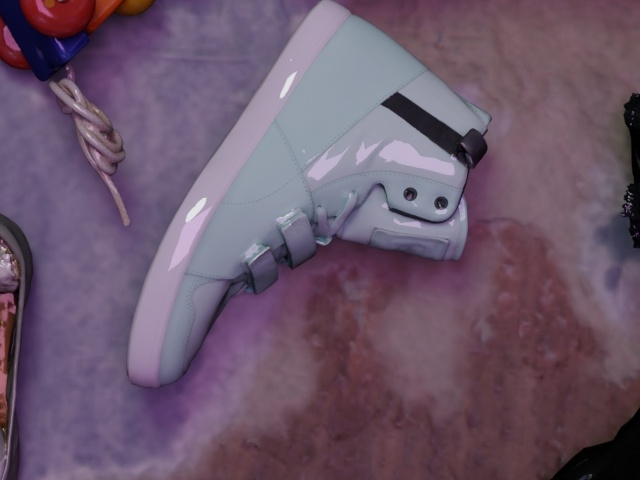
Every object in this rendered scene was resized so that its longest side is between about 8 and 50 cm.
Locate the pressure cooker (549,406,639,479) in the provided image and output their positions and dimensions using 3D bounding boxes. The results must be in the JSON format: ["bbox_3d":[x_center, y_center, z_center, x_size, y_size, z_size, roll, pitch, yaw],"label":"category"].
[{"bbox_3d":[0.322,0.255,0.774,0.375,0.370,0.420,-39,92,-11],"label":"pressure cooker"}]

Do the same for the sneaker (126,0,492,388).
[{"bbox_3d":[0.000,0.000,0.892,0.151,0.094,0.256,31,82,3],"label":"sneaker"}]

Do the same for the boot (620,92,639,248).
[{"bbox_3d":[0.287,-0.087,0.914,0.207,0.094,0.246,-1,45,21],"label":"boot"}]

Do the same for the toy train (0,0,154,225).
[{"bbox_3d":[-0.120,-0.149,0.902,0.143,0.105,0.248,-32,97,-23],"label":"toy train"}]

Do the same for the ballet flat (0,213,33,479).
[{"bbox_3d":[-0.208,0.087,0.886,0.072,0.068,0.213,5,87,-4],"label":"ballet flat"}]
